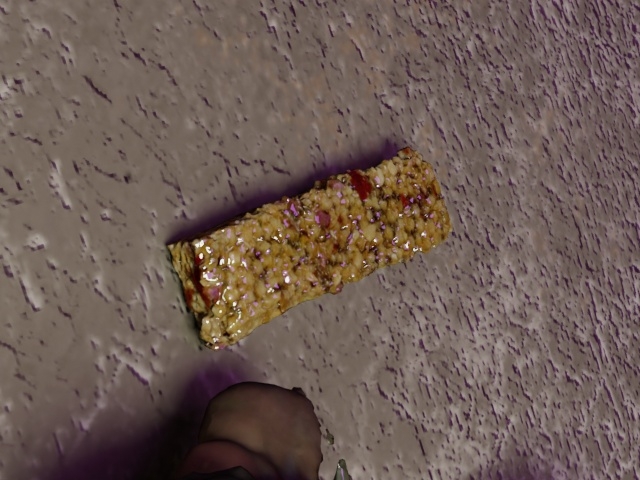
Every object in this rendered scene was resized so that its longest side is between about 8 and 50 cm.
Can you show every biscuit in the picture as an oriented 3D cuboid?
[{"bbox_3d":[0.000,0.000,0.793,0.199,0.034,0.064,-24,98,-45],"label":"biscuit"}]

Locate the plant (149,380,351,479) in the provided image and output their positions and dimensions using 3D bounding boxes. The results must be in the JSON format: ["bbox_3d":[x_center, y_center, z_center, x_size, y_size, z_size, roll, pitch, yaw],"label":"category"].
[{"bbox_3d":[-0.044,0.183,0.602,0.178,0.234,0.204,9,97,-22],"label":"plant"}]
